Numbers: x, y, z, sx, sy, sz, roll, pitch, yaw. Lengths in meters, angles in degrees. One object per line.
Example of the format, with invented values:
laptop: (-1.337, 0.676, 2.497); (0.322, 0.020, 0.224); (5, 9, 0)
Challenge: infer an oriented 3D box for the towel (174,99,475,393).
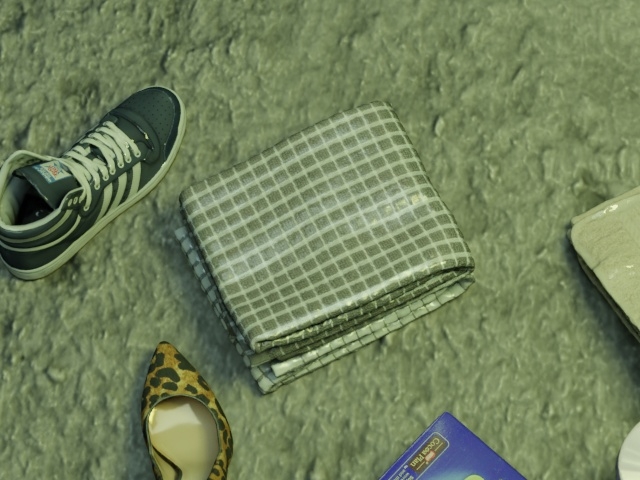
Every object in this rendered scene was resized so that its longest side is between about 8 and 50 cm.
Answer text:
towel: (0.000, 0.000, 1.948); (0.284, 0.121, 0.235); (-25, 69, -6)

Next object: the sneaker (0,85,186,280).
sneaker: (-0.261, -0.085, 1.981); (0.099, 0.153, 0.282); (38, 76, 16)

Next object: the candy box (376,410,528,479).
candy box: (0.154, 0.381, 1.785); (0.317, 0.122, 0.268); (41, 72, 17)

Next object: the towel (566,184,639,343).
towel: (0.400, 0.034, 1.896); (0.187, 0.049, 0.282); (-28, 47, -5)

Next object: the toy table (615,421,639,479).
toy table: (0.427, 0.268, 1.785); (0.274, 0.161, 0.252); (19, 67, 8)

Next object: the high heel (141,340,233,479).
high heel: (-0.144, 0.205, 1.844); (0.093, 0.186, 0.261); (-14, 69, -1)
